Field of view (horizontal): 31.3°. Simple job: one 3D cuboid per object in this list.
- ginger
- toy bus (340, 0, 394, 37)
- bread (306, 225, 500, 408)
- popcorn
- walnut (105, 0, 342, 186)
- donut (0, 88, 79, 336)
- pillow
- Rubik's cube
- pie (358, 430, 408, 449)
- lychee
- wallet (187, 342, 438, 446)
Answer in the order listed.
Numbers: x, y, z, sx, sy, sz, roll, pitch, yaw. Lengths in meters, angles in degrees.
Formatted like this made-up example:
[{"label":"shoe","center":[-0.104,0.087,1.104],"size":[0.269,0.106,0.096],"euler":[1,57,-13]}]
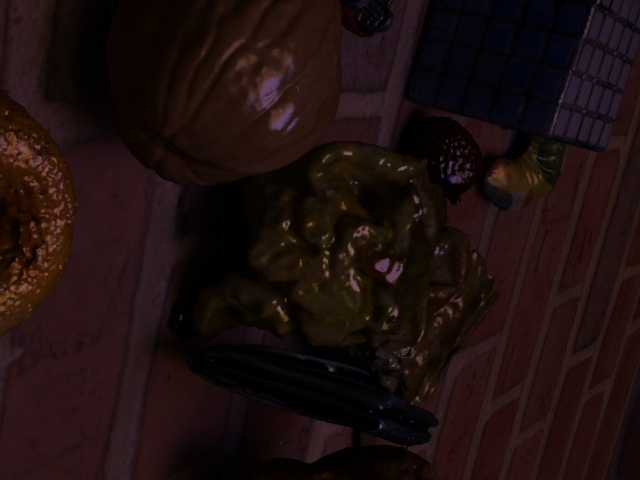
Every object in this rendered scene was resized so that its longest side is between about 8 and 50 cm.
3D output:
[{"label":"ginger","center":[-0.024,0.361,1.452],"size":[0.274,0.357,0.152],"euler":[3,63,-29]},{"label":"toy bus","center":[0.058,-0.334,1.323],"size":[0.081,0.089,0.195],"euler":[29,82,-60]},{"label":"bread","center":[0.112,0.103,1.590],"size":[0.252,0.196,0.238],"euler":[-52,146,-22]},{"label":"popcorn","center":[0.008,0.002,1.310],"size":[0.293,0.237,0.293],"euler":[-35,134,-45]},{"label":"walnut","center":[-0.083,-0.171,1.077],"size":[0.261,0.225,0.225],"euler":[-57,149,-32]},{"label":"donut","center":[-0.312,-0.013,0.909],"size":[0.253,0.118,0.253],"euler":[-23,128,-33]},{"label":"pillow","center":[0.346,-0.160,1.931],"size":[0.214,0.086,0.233],"euler":[-9,119,-45]},{"label":"Rubik's cube","center":[0.294,-0.269,1.610],"size":[0.238,0.237,0.237],"euler":[1,109,-58]},{"label":"pie","center":[0.110,0.296,1.838],"size":[0.128,0.068,0.282],"euler":[-22,131,-51]},{"label":"lychee","center":[0.174,-0.114,1.632],"size":[0.123,0.123,0.129],"euler":[-23,119,-52]},{"label":"wallet","center":[0.003,0.181,1.368],"size":[0.342,0.237,0.075],"euler":[38,66,-70]}]
